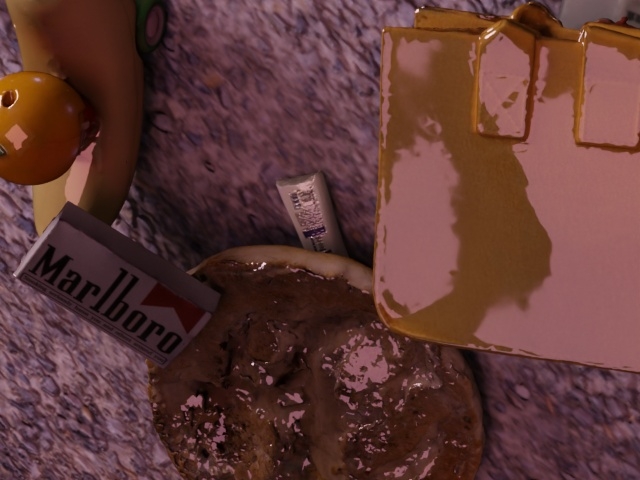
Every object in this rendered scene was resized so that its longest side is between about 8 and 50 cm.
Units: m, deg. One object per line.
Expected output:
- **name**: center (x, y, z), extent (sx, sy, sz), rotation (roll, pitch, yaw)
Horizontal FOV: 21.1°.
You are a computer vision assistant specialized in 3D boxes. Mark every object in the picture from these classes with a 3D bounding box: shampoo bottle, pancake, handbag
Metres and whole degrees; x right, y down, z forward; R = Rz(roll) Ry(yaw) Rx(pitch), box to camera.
- **shampoo bottle**: center (0.000, 0.000, 1.708), extent (0.049, 0.034, 0.141), rotation (-14, 105, 17)
- **pancake**: center (-0.010, 0.170, 1.752), extent (0.386, 0.082, 0.387), rotation (12, 122, 19)
- **handbag**: center (0.243, -0.045, 1.406), extent (0.400, 0.133, 0.283), rotation (9, 110, 23)

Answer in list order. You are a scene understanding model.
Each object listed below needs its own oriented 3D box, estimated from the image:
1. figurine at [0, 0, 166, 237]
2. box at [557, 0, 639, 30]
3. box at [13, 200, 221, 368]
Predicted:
- **figurine**: center (-0.250, -0.134, 1.659), extent (0.124, 0.222, 0.325), rotation (12, 114, 17)
- **box**: center (0.381, -0.095, 1.453), extent (0.395, 0.111, 0.397), rotation (20, 118, 17)
- **box**: center (-0.199, 0.045, 1.674), extent (0.177, 0.036, 0.115), rotation (33, 134, -11)
